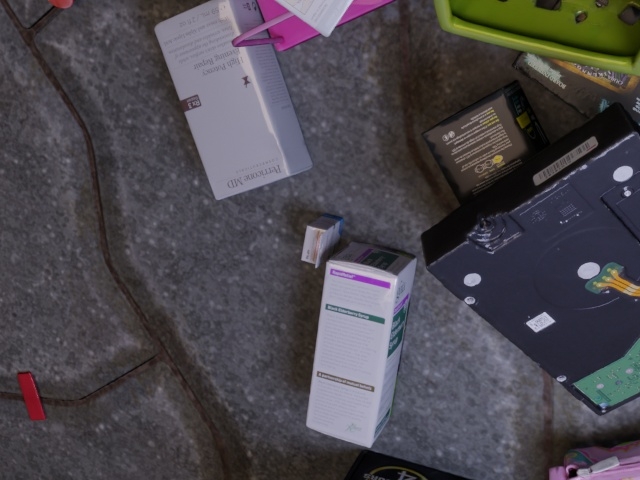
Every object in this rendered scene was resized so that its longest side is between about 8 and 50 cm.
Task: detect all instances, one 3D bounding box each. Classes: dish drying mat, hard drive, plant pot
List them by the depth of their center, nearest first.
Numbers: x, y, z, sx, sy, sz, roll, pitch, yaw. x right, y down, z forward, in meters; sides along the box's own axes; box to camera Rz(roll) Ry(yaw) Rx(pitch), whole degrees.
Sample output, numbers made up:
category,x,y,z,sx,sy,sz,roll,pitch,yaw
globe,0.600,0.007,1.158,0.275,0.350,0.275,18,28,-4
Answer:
category,x,y,z,sx,sy,sz,roll,pitch,yaw
plant pot,0.238,-0.313,0.761,0.227,0.228,0.207,17,80,16
hard drive,0.299,0.039,0.846,0.237,0.064,0.339,-37,122,26
dish drying mat,-0.471,0.254,1.321,0.032,0.008,0.083,-9,102,24

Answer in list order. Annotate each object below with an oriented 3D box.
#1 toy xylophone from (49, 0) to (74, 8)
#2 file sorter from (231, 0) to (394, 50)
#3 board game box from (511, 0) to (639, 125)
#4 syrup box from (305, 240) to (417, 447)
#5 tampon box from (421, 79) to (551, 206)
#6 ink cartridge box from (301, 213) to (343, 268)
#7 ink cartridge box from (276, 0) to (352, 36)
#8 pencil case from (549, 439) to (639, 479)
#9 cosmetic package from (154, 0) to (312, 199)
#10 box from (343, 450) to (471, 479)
category,x,y,z,sx,sy,sz,roll,pitch,yaw
toy xylophone,-0.295,-0.408,0.973,0.322,0.081,0.236,-3,144,29
file sorter,-0.044,-0.379,0.884,0.202,0.182,0.291,-18,98,24
board game box,0.321,-0.191,0.883,0.186,0.026,0.126,37,115,7
syrup box,0.052,0.130,1.039,0.096,0.093,0.237,14,109,17
tampon box,0.206,-0.081,0.905,0.101,0.120,0.161,-28,94,25
ink cartridge box,0.000,0.000,1.027,0.028,0.083,0.048,15,109,16
ink cartridge box,-0.025,-0.310,0.783,0.179,0.045,0.145,33,113,-10
pencil case,0.412,0.275,0.912,0.284,0.124,0.124,-19,98,31
cosmetic package,-0.107,-0.179,1.019,0.117,0.085,0.231,-17,97,25
box,0.182,0.405,0.944,0.394,0.318,0.097,13,109,18
